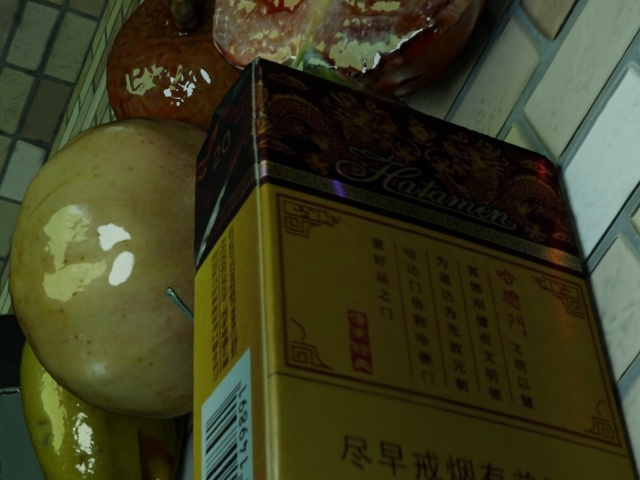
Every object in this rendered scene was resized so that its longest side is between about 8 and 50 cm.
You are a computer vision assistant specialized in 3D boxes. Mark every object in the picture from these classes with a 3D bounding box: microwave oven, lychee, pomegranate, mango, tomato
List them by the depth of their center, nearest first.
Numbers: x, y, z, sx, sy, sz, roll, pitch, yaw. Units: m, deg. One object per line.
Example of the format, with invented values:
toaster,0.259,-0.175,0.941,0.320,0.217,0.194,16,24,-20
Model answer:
tomato,0.058,-0.245,1.126,0.308,0.170,0.309,-11,66,26
pomegranate,-0.173,0.025,1.321,0.338,0.338,0.338,-49,32,46
lychee,-0.153,-0.212,1.488,0.255,0.300,0.255,-12,49,14
mango,-0.275,0.225,1.508,0.182,0.253,0.365,-17,57,14
microwave oven,-0.507,0.287,1.925,0.355,0.218,0.287,-140,49,-64

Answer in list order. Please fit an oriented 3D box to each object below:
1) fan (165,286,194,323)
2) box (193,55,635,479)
fan,-0.073,0.126,1.141,0.009,0.220,0.132,-46,5,-30
box,0.056,0.087,0.760,0.116,0.264,0.415,-53,31,41
